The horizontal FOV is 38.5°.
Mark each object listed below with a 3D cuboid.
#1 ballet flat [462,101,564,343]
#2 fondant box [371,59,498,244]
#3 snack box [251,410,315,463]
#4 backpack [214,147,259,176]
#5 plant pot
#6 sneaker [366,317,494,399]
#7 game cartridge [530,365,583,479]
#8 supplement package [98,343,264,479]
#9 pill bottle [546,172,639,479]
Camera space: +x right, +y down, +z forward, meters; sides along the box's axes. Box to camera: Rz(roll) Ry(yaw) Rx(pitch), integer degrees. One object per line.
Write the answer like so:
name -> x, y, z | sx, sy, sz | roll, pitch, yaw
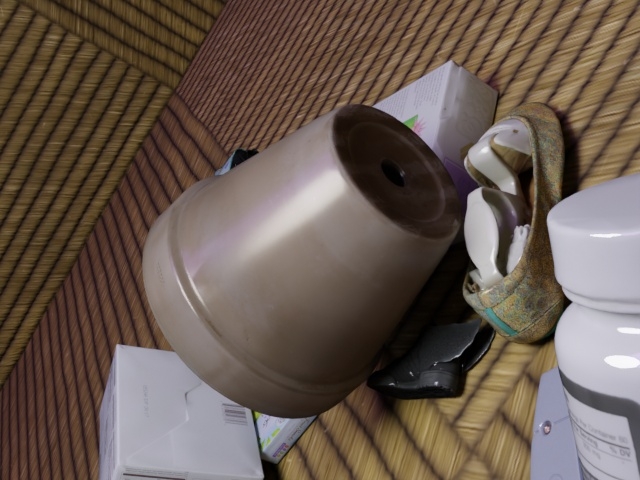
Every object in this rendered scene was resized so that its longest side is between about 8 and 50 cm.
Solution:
ballet flat -> 0.212, -0.050, 1.040 | 0.123, 0.123, 0.349 | -35, 36, 43
fondant box -> 0.092, -0.083, 1.318 | 0.330, 0.096, 0.238 | -24, 45, 53
snack box -> -0.046, 0.237, 1.321 | 0.141, 0.037, 0.100 | -53, 28, 19
backpack -> -0.121, -0.043, 1.589 | 0.144, 0.165, 0.188 | -45, 27, 34
plant pot -> 0.000, 0.000, 1.064 | 0.280, 0.323, 0.323 | -44, 31, 36
sneaker -> 0.127, 0.139, 1.089 | 0.170, 0.051, 0.089 | -12, 54, 52
game cartridge -> 0.262, 0.216, 0.760 | 0.196, 0.060, 0.294 | -35, 36, 38
supplement package -> -0.213, 0.298, 1.346 | 0.262, 0.204, 0.145 | -110, 35, -57
pill bottle -> 0.232, 0.105, 0.546 | 0.161, 0.161, 0.283 | 12, 120, 64
